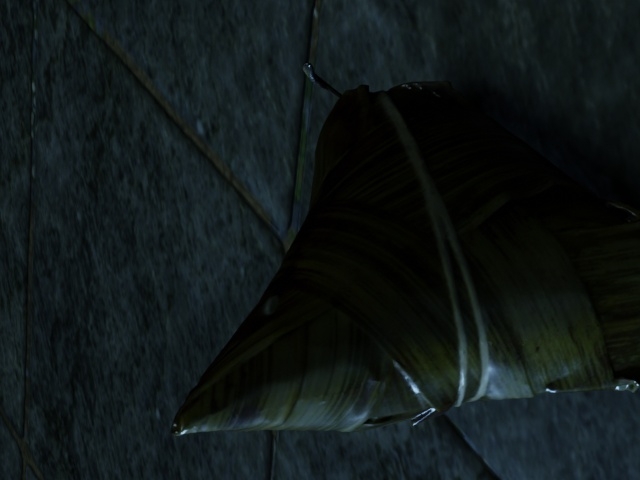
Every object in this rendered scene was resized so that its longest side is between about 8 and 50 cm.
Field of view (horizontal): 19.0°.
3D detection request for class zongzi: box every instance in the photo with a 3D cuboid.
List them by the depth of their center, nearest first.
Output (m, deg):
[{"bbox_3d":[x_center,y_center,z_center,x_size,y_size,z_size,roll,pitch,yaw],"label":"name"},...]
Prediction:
[{"bbox_3d":[0.000,0.000,0.885,0.248,0.241,0.111,43,136,53],"label":"zongzi"}]
